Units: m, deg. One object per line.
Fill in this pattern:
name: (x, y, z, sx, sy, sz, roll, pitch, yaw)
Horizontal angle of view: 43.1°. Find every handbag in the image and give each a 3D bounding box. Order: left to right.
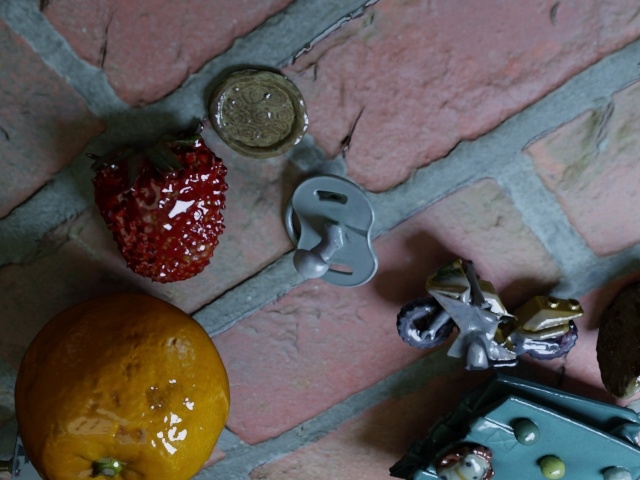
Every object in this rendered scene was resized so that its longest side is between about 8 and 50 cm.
handbag: (0.265, 0.308, 1.075, 0.274, 0.100, 0.269, 23, 128, -22)

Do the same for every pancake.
pancake: (-0.069, -0.141, 0.905, 0.114, 0.011, 0.115, 1, 121, 1)

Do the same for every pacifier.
pacifier: (0.000, 0.000, 0.932, 0.126, 0.116, 0.150, 18, 129, 23)

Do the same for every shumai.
shumai: (0.400, 0.118, 0.980, 0.105, 0.123, 0.139, -5, 108, -6)

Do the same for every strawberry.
strawberry: (-0.175, -0.021, 0.942, 0.167, 0.087, 0.208, -13, 122, 9)

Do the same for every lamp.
lamp: (-0.446, 0.313, 1.142, 0.214, 0.121, 0.121, 4, 123, -13)

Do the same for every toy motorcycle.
toy motorcycle: (0.211, 0.088, 0.984, 0.229, 0.094, 0.130, 6, 120, -6)

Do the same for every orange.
orange: (-0.240, 0.193, 0.995, 0.261, 0.261, 0.261, 2, 122, 2)
